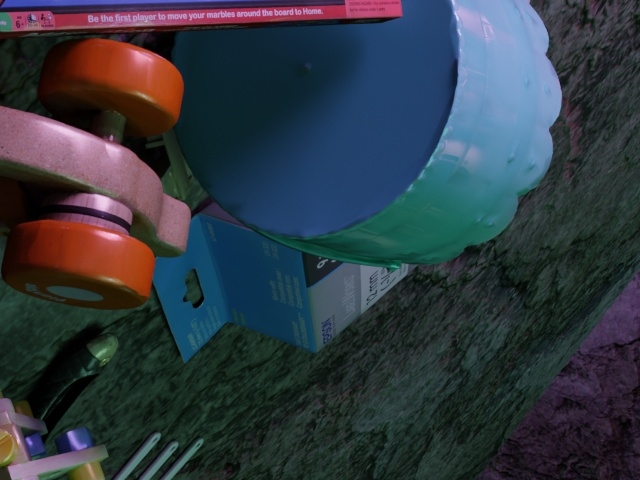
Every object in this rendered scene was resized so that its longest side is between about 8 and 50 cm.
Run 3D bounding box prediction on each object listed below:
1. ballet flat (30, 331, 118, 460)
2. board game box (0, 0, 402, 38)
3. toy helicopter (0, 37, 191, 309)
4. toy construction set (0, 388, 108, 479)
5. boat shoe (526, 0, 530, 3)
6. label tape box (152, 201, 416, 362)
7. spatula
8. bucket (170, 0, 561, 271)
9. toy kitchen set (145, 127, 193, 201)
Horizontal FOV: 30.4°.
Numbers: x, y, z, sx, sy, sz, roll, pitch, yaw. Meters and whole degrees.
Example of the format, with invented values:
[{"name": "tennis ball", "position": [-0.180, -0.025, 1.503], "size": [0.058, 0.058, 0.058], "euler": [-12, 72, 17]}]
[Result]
[{"name": "ballet flat", "position": [-0.249, 0.159, 1.133], "size": [0.173, 0.049, 0.057], "euler": [-50, 158, 6]}, {"name": "board game box", "position": [-0.074, -0.198, 0.700], "size": [0.281, 0.145, 0.027], "euler": [-10, -177, -35]}, {"name": "toy helicopter", "position": [-0.200, -0.013, 0.790], "size": [0.355, 0.235, 0.140], "euler": [84, 13, -75]}, {"name": "toy construction set", "position": [-0.327, 0.174, 0.891], "size": [0.215, 0.151, 0.327], "euler": [-25, 151, 10]}, {"name": "boat shoe", "position": [0.160, -0.226, 1.198], "size": [0.084, 0.095, 0.258], "euler": [-31, 142, -25]}, {"name": "label tape box", "position": [0.000, 0.000, 1.235], "size": [0.348, 0.115, 0.249], "euler": [-41, 156, -18]}, {"name": "spatula", "position": [-0.249, 0.333, 1.453], "size": [0.242, 0.019, 0.168], "euler": [-48, 156, 3]}, {"name": "bucket", "position": [0.030, -0.117, 0.905], "size": [0.281, 0.281, 0.183], "euler": [-54, 155, 16]}, {"name": "toy kitchen set", "position": [-0.155, -0.062, 0.979], "size": [0.083, 0.075, 0.068], "euler": [-74, 152, -66]}]
